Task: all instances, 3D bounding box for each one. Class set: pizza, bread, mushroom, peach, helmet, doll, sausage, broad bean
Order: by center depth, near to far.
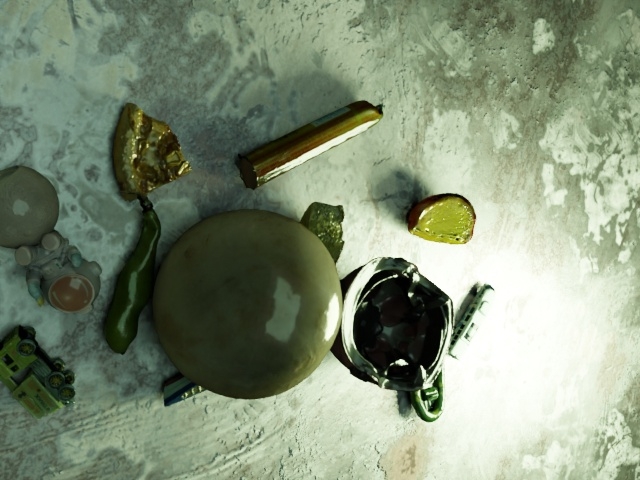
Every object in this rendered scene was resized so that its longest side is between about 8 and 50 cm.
[{"bbox_3d":[-0.483,0.011,1.302,0.151,0.151,0.287,-38,117,-21],"label":"doll"},{"bbox_3d":[-0.356,0.063,1.407,0.098,0.056,0.317,-1,101,-43],"label":"broad bean"},{"bbox_3d":[-0.316,-0.155,1.418,0.161,0.062,0.182,15,85,-31],"label":"pizza"},{"bbox_3d":[-0.137,0.121,1.441,0.363,0.294,0.362,0,87,2],"label":"mushroom"},{"bbox_3d":[-0.004,0.001,1.569,0.086,0.125,0.156,14,64,-21],"label":"bread"},{"bbox_3d":[-0.007,-0.220,1.579,0.372,0.082,0.082,-30,107,-25],"label":"sausage"},{"bbox_3d":[0.120,0.174,1.605,0.338,0.197,0.270,27,75,-32],"label":"helmet"},{"bbox_3d":[0.275,-0.044,1.740,0.172,0.092,0.127,-13,95,-16],"label":"peach"}]

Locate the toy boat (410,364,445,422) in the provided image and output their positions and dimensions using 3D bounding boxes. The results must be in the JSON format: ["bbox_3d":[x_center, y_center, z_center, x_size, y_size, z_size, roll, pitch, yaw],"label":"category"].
[{"bbox_3d":[0.256,0.329,1.779,0.104,0.052,0.210,-6,96,-31],"label":"toy boat"}]

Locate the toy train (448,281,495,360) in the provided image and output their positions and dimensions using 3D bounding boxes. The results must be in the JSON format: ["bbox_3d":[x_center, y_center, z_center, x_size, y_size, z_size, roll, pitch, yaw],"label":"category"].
[{"bbox_3d":[0.374,0.196,1.838,0.043,0.047,0.207,39,76,-27],"label":"toy train"}]

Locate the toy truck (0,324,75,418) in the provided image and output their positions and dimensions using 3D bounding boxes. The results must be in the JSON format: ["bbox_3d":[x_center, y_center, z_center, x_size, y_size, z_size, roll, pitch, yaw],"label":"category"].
[{"bbox_3d":[-0.516,0.241,1.331,0.100,0.077,0.169,-36,114,-8],"label":"toy truck"}]

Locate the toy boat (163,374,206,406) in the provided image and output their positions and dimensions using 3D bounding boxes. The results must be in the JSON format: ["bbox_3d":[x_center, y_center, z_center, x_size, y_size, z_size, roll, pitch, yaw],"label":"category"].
[{"bbox_3d":[-0.216,0.271,1.509,0.229,0.080,0.045,-20,69,-23],"label":"toy boat"}]
